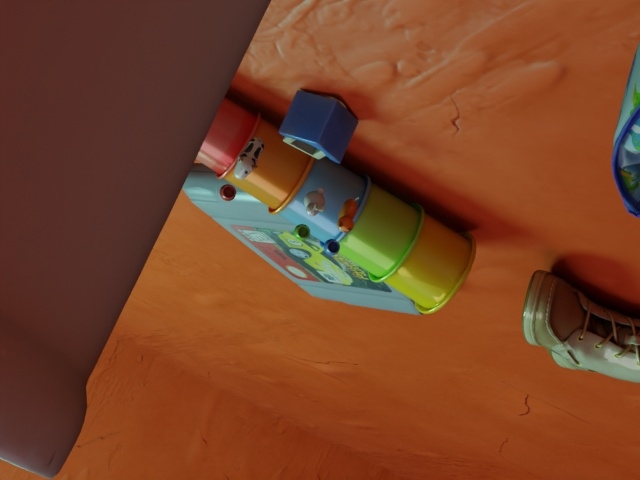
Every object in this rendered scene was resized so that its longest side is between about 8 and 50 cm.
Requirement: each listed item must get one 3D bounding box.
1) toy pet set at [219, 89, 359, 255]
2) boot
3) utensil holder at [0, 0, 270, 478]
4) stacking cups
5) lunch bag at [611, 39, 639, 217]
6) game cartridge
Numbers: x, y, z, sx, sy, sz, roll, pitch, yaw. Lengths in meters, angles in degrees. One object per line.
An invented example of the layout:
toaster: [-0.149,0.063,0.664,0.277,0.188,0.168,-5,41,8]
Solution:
toy pet set: [-0.009,-0.063,0.900,0.122,0.114,0.065,26,171,-12]
boot: [0.302,0.096,1.038,0.165,0.077,0.213,12,164,33]
utensil holder: [-0.178,-0.143,0.436,0.328,0.385,0.327,20,162,7]
stacking cups: [0.004,-0.049,0.993,0.316,0.096,0.096,34,160,-17]
lunch bag: [0.207,-0.090,0.534,0.096,0.128,0.151,23,161,3]
game cartridge: [0.000,0.000,1.175,0.196,0.060,0.294,1,153,41]
